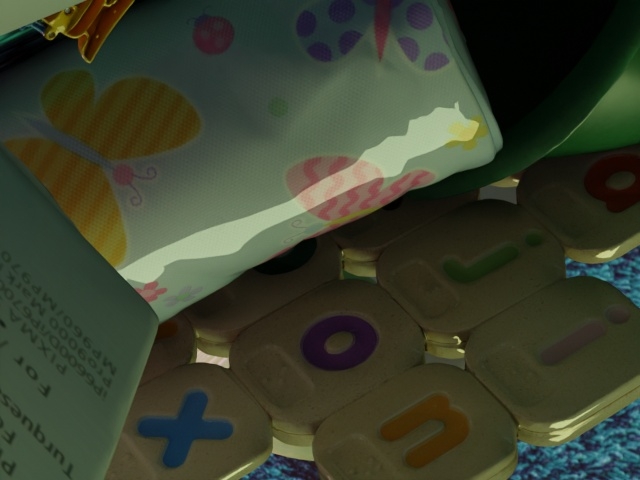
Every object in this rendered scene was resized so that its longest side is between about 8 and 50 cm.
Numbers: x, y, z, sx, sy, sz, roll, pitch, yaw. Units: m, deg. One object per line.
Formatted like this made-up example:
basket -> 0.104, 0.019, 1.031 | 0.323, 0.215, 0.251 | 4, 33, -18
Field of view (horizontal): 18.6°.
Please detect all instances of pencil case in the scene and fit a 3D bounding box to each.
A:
pencil case -> -0.070, -0.021, 0.714 | 0.273, 0.113, 0.124 | -28, 170, 3

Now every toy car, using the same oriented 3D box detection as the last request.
toy car -> -0.112, -0.050, 0.563 | 0.122, 0.060, 0.040 | -44, 132, 19

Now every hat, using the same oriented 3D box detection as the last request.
hat -> 0.149, -0.066, 0.812 | 0.208, 0.183, 0.173 | -28, -135, 43

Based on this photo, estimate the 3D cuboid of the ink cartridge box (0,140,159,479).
ink cartridge box -> -0.193, 0.146, 0.390 | 0.308, 0.091, 0.385 | -39, -169, 15

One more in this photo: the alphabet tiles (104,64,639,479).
alphabet tiles -> 0.000, 0.000, 0.802 | 0.278, 0.284, 0.021 | -30, 139, -19

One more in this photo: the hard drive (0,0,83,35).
hard drive -> 0.037, -0.108, 0.329 | 0.307, 0.040, 0.203 | -29, -178, -32

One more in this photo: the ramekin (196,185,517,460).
ramekin -> 0.019, 0.005, 1.466 | 0.303, 0.303, 0.148 | -28, 174, -23
